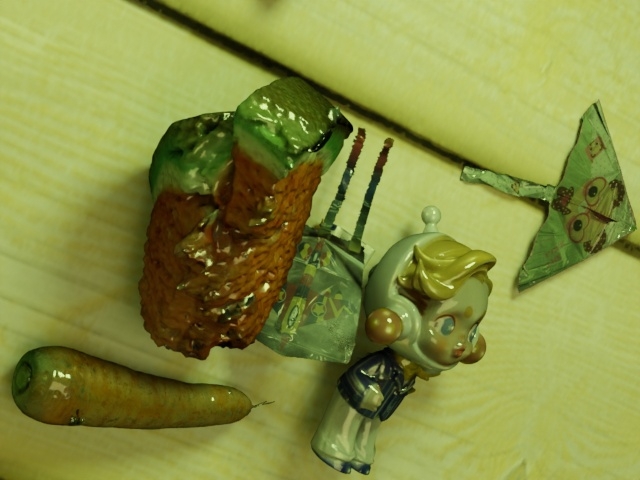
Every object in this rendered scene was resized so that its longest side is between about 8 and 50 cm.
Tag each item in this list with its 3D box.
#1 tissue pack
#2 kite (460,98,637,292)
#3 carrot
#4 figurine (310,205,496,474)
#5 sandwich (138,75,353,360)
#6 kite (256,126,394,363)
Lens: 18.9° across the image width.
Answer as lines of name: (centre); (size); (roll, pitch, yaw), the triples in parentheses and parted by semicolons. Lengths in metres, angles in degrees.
tissue pack: (0.007, 0.027, 1.971); (0.062, 0.042, 0.083); (32, 90, -35)
kite: (0.256, -0.050, 2.105); (0.250, 0.012, 0.229); (16, 95, -33)
carrot: (-0.168, 0.157, 1.906); (0.298, 0.078, 0.078); (11, 102, -36)
figurine: (0.088, 0.113, 2.007); (0.194, 0.133, 0.274); (-12, 130, -42)
sandwich: (-0.095, -0.028, 1.835); (0.162, 0.250, 0.301); (28, 105, 9)
kite: (0.000, 0.000, 1.934); (0.141, 0.015, 0.245); (20, 91, 10)
